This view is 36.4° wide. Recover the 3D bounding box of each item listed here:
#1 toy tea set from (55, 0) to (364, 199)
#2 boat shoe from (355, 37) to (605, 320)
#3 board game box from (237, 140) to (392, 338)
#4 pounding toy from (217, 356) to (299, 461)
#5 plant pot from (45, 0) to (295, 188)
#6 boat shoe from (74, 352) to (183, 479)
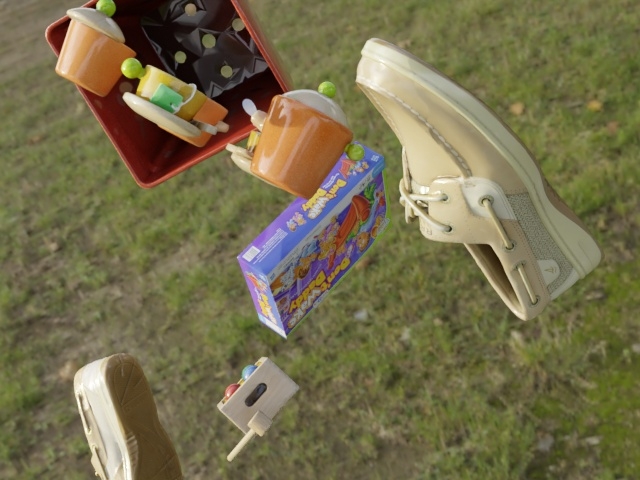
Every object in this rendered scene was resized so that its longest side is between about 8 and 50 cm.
[{"bbox_3d":[-0.112,-0.161,1.041,0.124,0.336,0.200,-63,28,1],"label":"toy tea set"},{"bbox_3d":[0.118,-0.038,0.780,0.098,0.302,0.109,-47,36,1],"label":"boat shoe"},{"bbox_3d":[0.000,0.000,1.943,0.078,0.233,0.347,32,66,27],"label":"board game box"},{"bbox_3d":[-0.133,0.300,1.754,0.181,0.094,0.206,-47,1,-10],"label":"pounding toy"},{"bbox_3d":[-0.192,-0.278,1.451,0.267,0.267,0.235,-25,16,18],"label":"plant pot"},{"bbox_3d":[-0.167,0.181,0.835,0.059,0.170,0.063,-13,2,33],"label":"boat shoe"}]
